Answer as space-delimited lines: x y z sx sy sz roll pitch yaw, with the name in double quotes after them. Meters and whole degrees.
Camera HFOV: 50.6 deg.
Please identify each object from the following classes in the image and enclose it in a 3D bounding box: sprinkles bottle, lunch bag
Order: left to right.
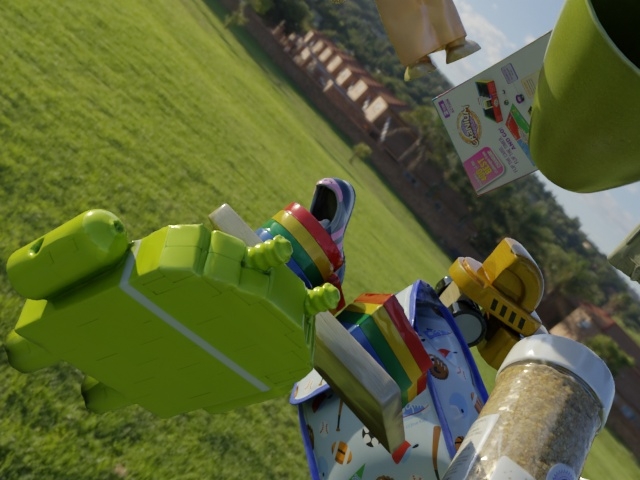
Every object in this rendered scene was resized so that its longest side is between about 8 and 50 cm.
0.126 0.305 1.267 0.238 0.327 0.386 24 41 -43 "lunch bag"
0.179 0.242 0.651 0.121 0.121 0.355 46 48 0 "sprinkles bottle"

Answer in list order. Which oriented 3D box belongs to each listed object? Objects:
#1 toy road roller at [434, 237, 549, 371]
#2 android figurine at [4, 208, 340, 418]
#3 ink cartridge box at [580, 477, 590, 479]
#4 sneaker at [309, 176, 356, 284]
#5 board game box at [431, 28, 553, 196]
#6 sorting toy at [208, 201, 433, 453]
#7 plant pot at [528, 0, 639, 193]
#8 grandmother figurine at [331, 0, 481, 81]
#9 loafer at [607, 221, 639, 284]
0.424 0.151 1.494 0.329 0.241 0.202 34 18 -9 "toy road roller"
-0.117 0.070 0.540 0.248 0.272 0.056 44 35 -36 "android figurine"
0.265 0.439 0.870 0.117 0.278 0.201 56 -24 -16 "ink cartridge box"
0.000 0.000 1.664 0.112 0.319 0.131 6 -1 27 "sneaker"
0.416 -0.261 1.408 0.064 0.316 0.242 -26 91 -48 "board game box"
0.017 0.085 0.739 0.257 0.089 0.255 45 -13 25 "sorting toy"
0.378 -0.184 0.819 0.275 0.274 0.293 49 -21 13 "plant pot"
0.103 -0.409 0.982 0.104 0.207 0.343 -94 160 -78 "grandmother figurine"
0.538 -0.077 0.988 0.111 0.320 0.112 31 -7 29 "loafer"
